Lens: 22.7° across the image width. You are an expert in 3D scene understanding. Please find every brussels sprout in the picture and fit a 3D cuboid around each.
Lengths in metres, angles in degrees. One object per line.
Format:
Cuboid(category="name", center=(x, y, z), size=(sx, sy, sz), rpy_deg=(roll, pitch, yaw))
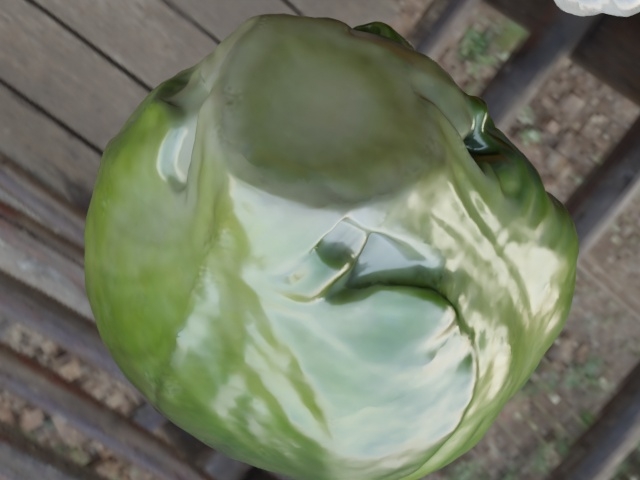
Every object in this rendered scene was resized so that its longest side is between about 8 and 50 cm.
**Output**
Cuboid(category="brussels sprout", center=(0.000, 0.000, 0.751), size=(0.210, 0.219, 0.271), rpy_deg=(-47, 160, -19))

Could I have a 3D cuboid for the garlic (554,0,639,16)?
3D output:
Cuboid(category="garlic", center=(0.196, -0.184, 1.021), size=(0.113, 0.074, 0.094), rpy_deg=(-37, 141, 6))
